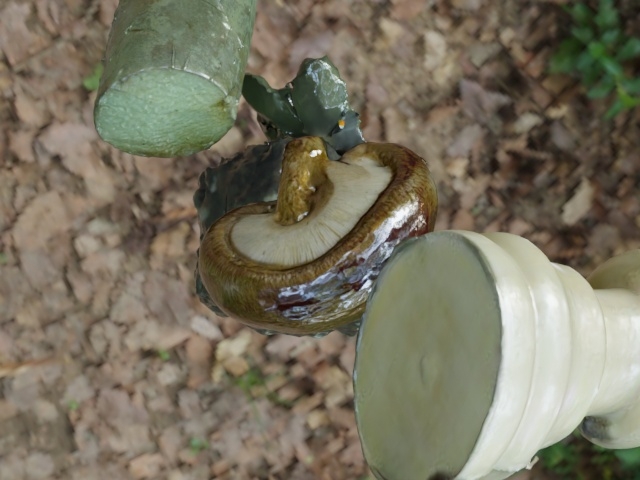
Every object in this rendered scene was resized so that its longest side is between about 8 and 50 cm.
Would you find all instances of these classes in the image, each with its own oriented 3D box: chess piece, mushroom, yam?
[{"bbox_3d":[0.176,0.057,0.794,0.307,0.124,0.139,-3,97,-33],"label":"chess piece"},{"bbox_3d":[0.006,0.009,1.316,0.231,0.194,0.138,-22,137,9],"label":"mushroom"},{"bbox_3d":[-0.153,-0.225,1.582,0.161,0.268,0.161,4,145,3],"label":"yam"}]

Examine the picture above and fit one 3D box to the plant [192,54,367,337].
[{"bbox_3d":[-0.022,-0.056,1.655,0.213,0.312,0.215,28,151,-37],"label":"plant"}]
